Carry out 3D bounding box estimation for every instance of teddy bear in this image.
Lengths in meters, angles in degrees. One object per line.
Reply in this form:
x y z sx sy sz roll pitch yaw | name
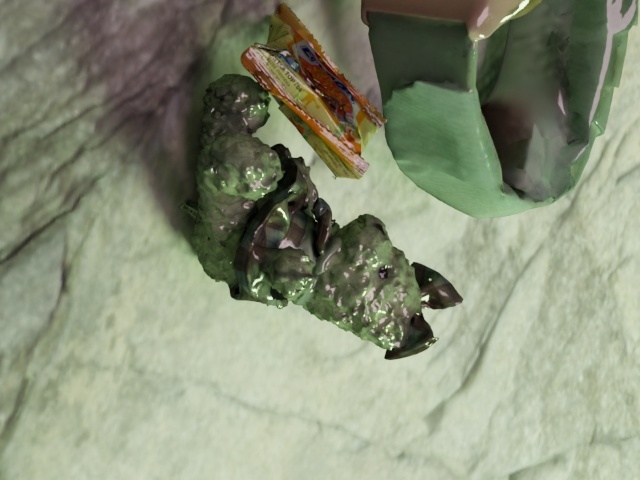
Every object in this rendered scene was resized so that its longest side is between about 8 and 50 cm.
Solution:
-0.019 0.007 1.206 0.213 0.111 0.133 45 25 -20 | teddy bear

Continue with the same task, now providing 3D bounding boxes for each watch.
0.136 -0.149 1.322 0.253 0.161 0.241 -54 137 -27 | watch

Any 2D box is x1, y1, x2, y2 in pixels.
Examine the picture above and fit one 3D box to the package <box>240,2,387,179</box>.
-0.002 -0.096 1.211 0.108 0.031 0.121 49 19 -11 | package
